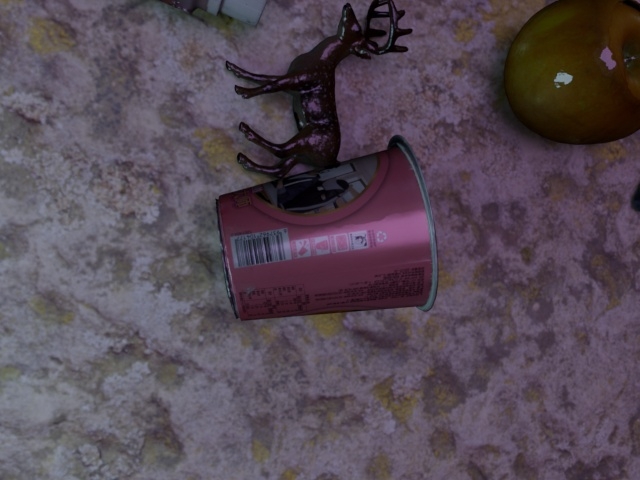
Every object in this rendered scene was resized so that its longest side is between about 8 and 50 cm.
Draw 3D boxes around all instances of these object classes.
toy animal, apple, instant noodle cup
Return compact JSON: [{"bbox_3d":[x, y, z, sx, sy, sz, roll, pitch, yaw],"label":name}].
[{"bbox_3d":[0.001,-0.214,0.864,0.260,0.087,0.244,-8,107,-16],"label":"toy animal"},{"bbox_3d":[0.391,-0.244,0.888,0.236,0.207,0.237,-1,93,-17],"label":"apple"},{"bbox_3d":[0.000,0.000,0.797,0.255,0.244,0.244,-10,94,-5],"label":"instant noodle cup"}]

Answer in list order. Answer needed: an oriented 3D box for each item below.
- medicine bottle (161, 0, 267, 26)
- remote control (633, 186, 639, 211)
[{"bbox_3d":[-0.177,-0.369,0.770,0.247,0.147,0.147,20,86,-15],"label":"medicine bottle"},{"bbox_3d":[0.574,-0.115,1.034,0.043,0.027,0.152,33,81,-7],"label":"remote control"}]
